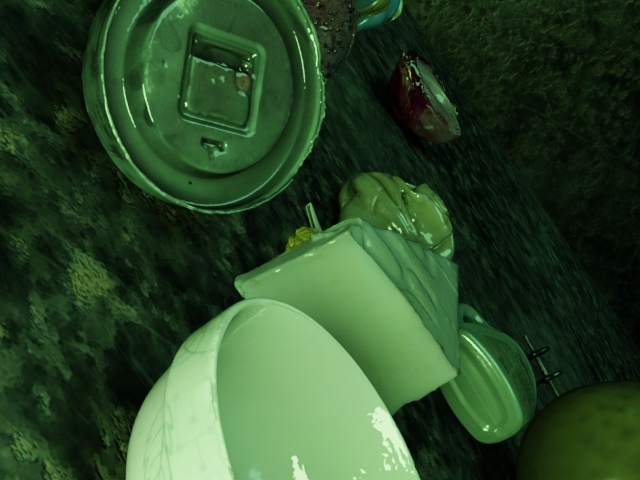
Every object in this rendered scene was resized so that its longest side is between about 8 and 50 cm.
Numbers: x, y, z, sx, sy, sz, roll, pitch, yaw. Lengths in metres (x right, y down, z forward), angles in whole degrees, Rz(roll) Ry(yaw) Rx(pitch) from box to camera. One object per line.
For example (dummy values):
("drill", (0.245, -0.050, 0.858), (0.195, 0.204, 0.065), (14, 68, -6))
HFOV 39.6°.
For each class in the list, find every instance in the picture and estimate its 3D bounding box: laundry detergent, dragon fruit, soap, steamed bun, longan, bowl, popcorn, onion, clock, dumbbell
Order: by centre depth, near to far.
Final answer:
("bowl", (-0.040, 0.201, 0.669), (0.287, 0.143, 0.287), (48, 22, -26))
("clock", (-0.114, -0.165, 0.929), (0.280, 0.055, 0.281), (-4, 96, -41))
("soap", (0.050, 0.050, 1.097), (0.258, 0.159, 0.302), (50, 20, -16))
("popcorn", (-0.008, 0.020, 1.135), (0.082, 0.057, 0.083), (43, 14, -28))
("longan", (0.461, 0.389, 1.342), (0.361, 0.361, 0.361), (48, 22, -27))
("dragon fruit", (-0.066, -0.346, 1.390), (0.148, 0.218, 0.224), (33, -53, 54))
("steamed bun", (0.132, -0.019, 1.395), (0.218, 0.144, 0.211), (43, 26, -35))
("laundry detergent", (0.274, 0.203, 1.464), (0.215, 0.105, 0.280), (58, 21, 4))
("dumbbell", (0.467, 0.267, 1.880), (0.069, 0.069, 0.147), (10, 51, -64))
("onion", (0.225, -0.350, 2.129), (0.283, 0.120, 0.227), (40, 28, -48))

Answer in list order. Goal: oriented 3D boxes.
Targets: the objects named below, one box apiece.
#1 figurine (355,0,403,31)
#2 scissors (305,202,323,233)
("figurine", (0.104, -0.568, 2.077), (0.154, 0.180, 0.262), (53, 30, 12))
("scissors", (0.000, 0.000, 1.245), (0.058, 0.014, 0.119), (23, 44, -60))
